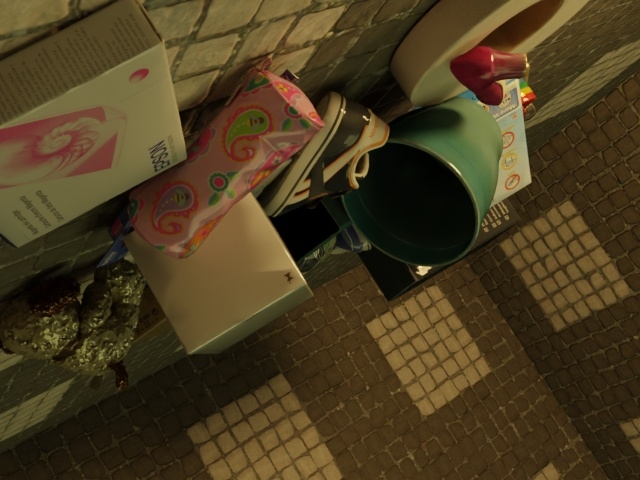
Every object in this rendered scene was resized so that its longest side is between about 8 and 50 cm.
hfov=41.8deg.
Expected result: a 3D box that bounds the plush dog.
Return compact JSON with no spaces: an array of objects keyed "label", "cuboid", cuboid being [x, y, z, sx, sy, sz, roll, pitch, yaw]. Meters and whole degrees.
[{"label":"plush dog","cuboid":[-0.441,0.154,1.441,0.262,0.210,0.225,-38,143,28]}]

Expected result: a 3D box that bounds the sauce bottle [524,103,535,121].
[{"label":"sauce bottle","cuboid":[0.412,-0.260,2.217,0.344,0.111,0.111,-34,171,-2]}]

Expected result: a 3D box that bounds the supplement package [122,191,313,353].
[{"label":"supplement package","cuboid":[-0.148,0.046,1.310,0.199,0.198,0.262,-31,172,-3]}]

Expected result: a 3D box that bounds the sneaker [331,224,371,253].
[{"label":"sneaker","cuboid":[0.000,0.000,2.064,0.182,0.127,0.315,-27,-171,-10]}]

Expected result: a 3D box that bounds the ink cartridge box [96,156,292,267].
[{"label":"ink cartridge box","cuboid":[-0.208,-0.066,1.328,0.311,0.065,0.186,-27,171,-42]}]

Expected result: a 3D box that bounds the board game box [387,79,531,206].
[{"label":"board game box","cuboid":[0.303,-0.182,1.839,0.308,0.086,0.302,-30,135,-10]}]

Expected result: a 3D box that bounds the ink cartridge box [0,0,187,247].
[{"label":"ink cartridge box","cuboid":[-0.304,-0.084,0.878,0.330,0.071,0.324,-32,172,-11]}]

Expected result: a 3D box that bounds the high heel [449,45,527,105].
[{"label":"high heel","cuboid":[0.253,-0.267,1.377,0.117,0.082,0.244,0,-175,-1]}]

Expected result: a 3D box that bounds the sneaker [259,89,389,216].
[{"label":"sneaker","cuboid":[0.000,-0.119,1.421,0.321,0.128,0.126,-44,-150,54]}]

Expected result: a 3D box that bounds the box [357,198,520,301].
[{"label":"box","cuboid":[0.298,-0.061,2.347,0.396,0.293,0.212,-27,170,-25]}]

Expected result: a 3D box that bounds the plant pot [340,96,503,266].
[{"label":"plant pot","cuboid":[0.214,-0.134,1.559,0.255,0.272,0.272,-49,-175,-40]}]

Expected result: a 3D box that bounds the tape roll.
[{"label":"tape roll","cuboid":[0.294,-0.361,1.386,0.392,0.072,0.392,-31,172,-5]}]

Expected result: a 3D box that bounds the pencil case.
[{"label":"pencil case","cuboid":[-0.127,-0.104,1.104,0.284,0.124,0.124,-44,169,12]}]

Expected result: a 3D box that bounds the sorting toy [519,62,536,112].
[{"label":"sorting toy","cuboid":[0.404,-0.304,2.029,0.257,0.089,0.255,-33,171,9]}]

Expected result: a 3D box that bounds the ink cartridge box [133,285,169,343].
[{"label":"ink cartridge box","cuboid":[-0.331,0.133,1.929,0.235,0.088,0.193,-37,172,25]}]

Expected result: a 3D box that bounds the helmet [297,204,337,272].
[{"label":"helmet","cuboid":[-0.044,-0.014,1.853,0.169,0.161,0.169,-31,171,-5]}]

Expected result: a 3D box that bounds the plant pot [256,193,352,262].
[{"label":"plant pot","cuboid":[-0.011,-0.073,1.679,0.165,0.165,0.234,-37,175,31]}]
